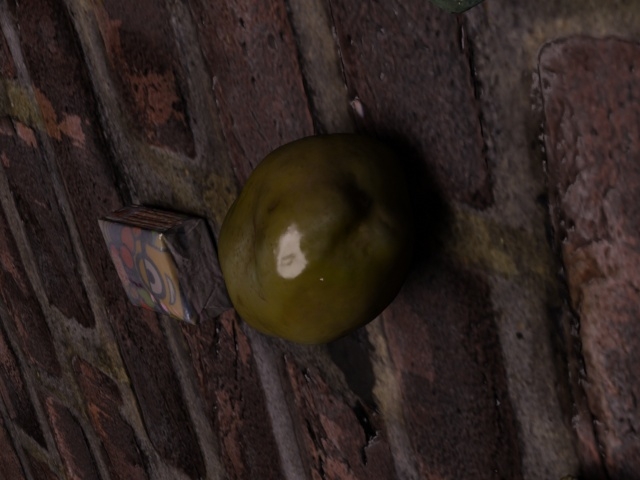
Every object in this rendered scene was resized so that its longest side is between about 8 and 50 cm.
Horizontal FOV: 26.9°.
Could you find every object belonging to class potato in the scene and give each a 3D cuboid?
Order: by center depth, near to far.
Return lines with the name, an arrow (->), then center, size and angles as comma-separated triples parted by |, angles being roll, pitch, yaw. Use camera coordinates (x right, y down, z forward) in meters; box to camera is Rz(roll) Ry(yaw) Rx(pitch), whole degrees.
potato -> -0.004, 0.001, 1.031 | 0.155, 0.137, 0.200 | 62, 153, -1

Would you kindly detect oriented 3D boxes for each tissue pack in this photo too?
tissue pack -> -0.164, 0.023, 1.394 | 0.148, 0.060, 0.109 | 12, 124, 54

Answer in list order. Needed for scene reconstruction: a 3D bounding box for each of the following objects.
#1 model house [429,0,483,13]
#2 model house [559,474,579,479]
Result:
model house -> 0.079, -0.183, 0.825 | 0.083, 0.066, 0.079 | 43, 140, -3
model house -> 0.167, 0.295, 0.980 | 0.193, 0.174, 0.234 | 58, 155, 6
